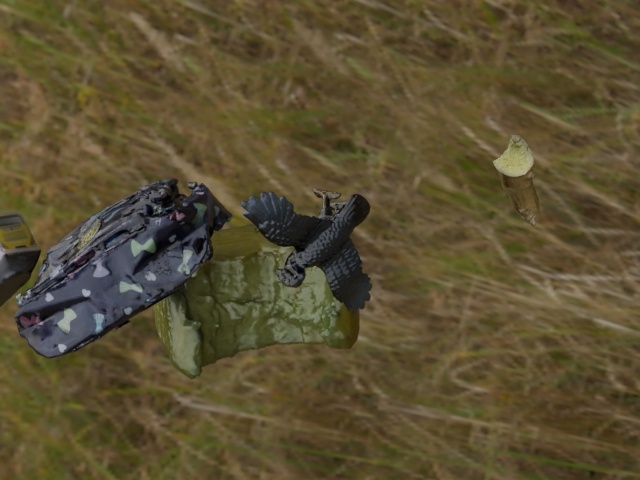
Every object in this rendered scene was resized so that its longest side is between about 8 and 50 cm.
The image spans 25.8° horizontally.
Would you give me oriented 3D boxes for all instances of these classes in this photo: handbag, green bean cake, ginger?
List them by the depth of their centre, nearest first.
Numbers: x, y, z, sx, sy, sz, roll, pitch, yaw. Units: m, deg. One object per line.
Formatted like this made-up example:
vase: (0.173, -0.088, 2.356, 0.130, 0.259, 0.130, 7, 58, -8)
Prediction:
handbag: (-0.226, 0.024, 1.554, 0.260, 0.113, 0.162, -33, 11, 15)
green bean cake: (-0.086, 0.065, 1.718, 0.233, 0.236, 0.124, -136, 38, -68)
ginger: (0.252, -0.076, 1.787, 0.057, 0.137, 0.044, 5, 52, 22)

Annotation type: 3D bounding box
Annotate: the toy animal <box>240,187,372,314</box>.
toy animal: (0.000, 0.000, 1.353, 0.062, 0.220, 0.108, 15, 67, 42)

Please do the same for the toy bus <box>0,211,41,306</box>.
toy bus: (-0.353, 0.038, 1.419, 0.172, 0.057, 0.072, -36, 72, 37)
